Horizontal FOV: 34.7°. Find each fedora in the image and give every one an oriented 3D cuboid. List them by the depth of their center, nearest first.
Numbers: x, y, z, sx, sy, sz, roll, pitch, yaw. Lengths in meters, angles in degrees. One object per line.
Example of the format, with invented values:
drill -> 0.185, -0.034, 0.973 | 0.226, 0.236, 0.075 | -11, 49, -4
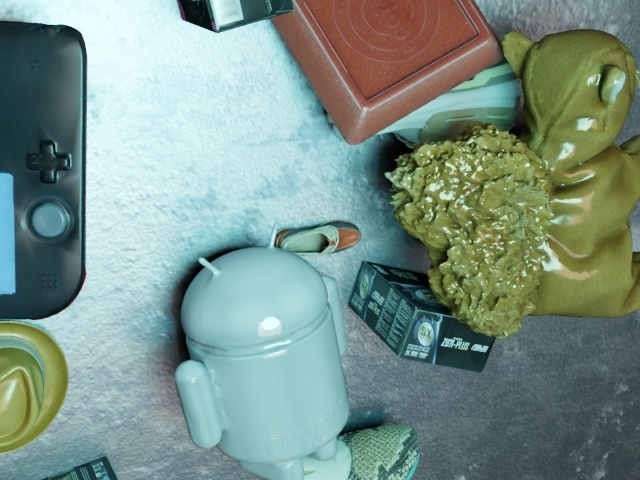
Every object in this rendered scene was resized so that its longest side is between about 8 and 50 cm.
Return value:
fedora -> -0.412, 0.202, 1.324 | 0.194, 0.079, 0.194 | -8, 109, -22

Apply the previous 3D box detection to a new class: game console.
game console -> -0.459, -0.080, 1.158 | 0.386, 0.060, 0.342 | 2, 107, -6

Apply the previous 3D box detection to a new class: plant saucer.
plant saucer -> 0.082, -0.296, 1.336 | 0.259, 0.048, 0.258 | -31, 89, -12

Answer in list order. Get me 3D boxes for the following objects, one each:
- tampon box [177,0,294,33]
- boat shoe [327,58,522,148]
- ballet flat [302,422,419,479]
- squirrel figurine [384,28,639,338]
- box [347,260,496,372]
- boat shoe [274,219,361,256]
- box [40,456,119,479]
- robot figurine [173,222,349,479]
tampon box -> -0.116, -0.327, 1.235 | 0.101, 0.161, 0.120 | -19, 112, -17
boat shoe -> 0.156, -0.174, 1.437 | 0.302, 0.113, 0.103 | -17, 107, -20
ballet flat -> -0.061, 0.427, 1.512 | 0.483, 0.164, 0.182 | -46, 119, -1
squirrel figurine -> 0.291, -0.081, 1.355 | 0.397, 0.281, 0.370 | -24, 133, -28
box -> 0.147, 0.109, 1.487 | 0.147, 0.180, 0.077 | 13, 105, -27
boat shoe -> 0.000, 0.000, 1.464 | 0.137, 0.043, 0.049 | -4, 106, -25
box -> -0.341, 0.397, 1.312 | 0.216, 0.270, 0.060 | -18, 112, -19
robot figurine -> -0.073, 0.158, 1.393 | 0.300, 0.200, 0.353 | -34, 122, -42
